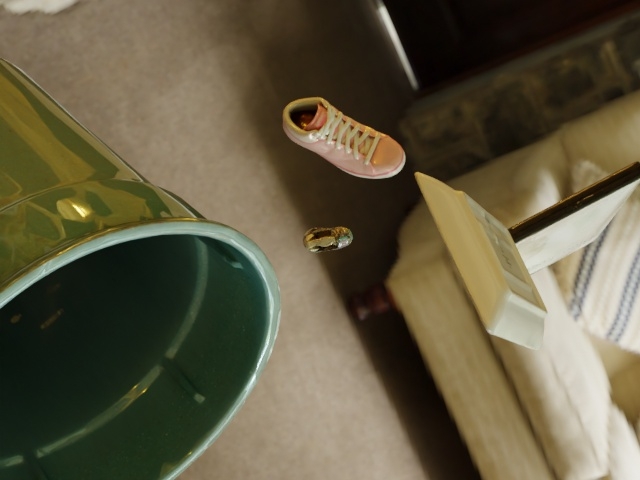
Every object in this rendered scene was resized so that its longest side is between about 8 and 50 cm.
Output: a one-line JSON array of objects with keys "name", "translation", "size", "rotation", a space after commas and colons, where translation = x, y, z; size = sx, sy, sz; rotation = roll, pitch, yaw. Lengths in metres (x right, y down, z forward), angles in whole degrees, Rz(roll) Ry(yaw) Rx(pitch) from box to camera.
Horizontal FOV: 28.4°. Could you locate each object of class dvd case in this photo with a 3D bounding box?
[{"name": "dvd case", "translation": [0.283, -0.006, 1.530], "size": [0.022, 0.180, 0.253], "rotation": [60, -10, 14]}]

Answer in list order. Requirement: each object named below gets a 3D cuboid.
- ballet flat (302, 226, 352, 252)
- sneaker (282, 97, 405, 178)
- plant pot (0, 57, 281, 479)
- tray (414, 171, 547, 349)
[{"name": "ballet flat", "translation": [0.000, 0.000, 1.989], "size": [0.041, 0.114, 0.041], "rotation": [8, 78, -40]}, {"name": "sneaker", "translation": [0.020, -0.105, 1.285], "size": [0.070, 0.134, 0.051], "rotation": [59, 55, -76]}, {"name": "plant pot", "translation": [-0.267, 0.028, 1.075], "size": [0.334, 0.341, 0.341], "rotation": [44, 7, 34]}, {"name": "tray", "translation": [0.154, 0.021, 1.119], "size": [0.145, 0.030, 0.270], "rotation": [65, 13, 15]}]
